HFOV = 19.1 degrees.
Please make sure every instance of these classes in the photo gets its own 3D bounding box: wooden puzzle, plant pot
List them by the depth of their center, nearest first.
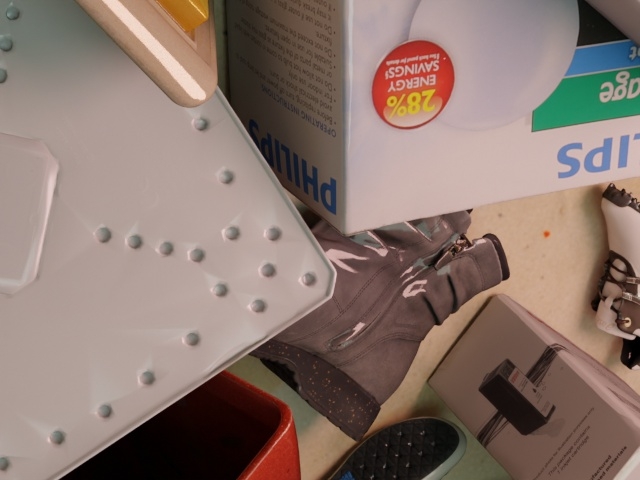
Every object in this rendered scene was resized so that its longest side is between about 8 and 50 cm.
[{"bbox_3d":[-0.137,-0.236,1.324,0.044,0.238,0.221,-28,126,23],"label":"wooden puzzle"},{"bbox_3d":[-0.166,0.234,1.472,0.267,0.267,0.235,-51,146,-20],"label":"plant pot"}]

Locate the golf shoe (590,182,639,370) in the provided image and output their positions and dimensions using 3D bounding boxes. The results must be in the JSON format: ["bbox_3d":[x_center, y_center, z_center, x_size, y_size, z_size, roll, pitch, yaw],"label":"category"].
[{"bbox_3d":[0.286,0.040,1.731,0.094,0.077,0.198,-35,121,-8],"label":"golf shoe"}]

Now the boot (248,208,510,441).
[{"bbox_3d":[0.000,0.000,1.566,0.222,0.118,0.338,-50,135,-2],"label":"boot"}]

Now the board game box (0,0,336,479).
[{"bbox_3d":[-0.250,-0.023,1.360,0.390,0.050,0.390,-33,93,-9],"label":"board game box"}]

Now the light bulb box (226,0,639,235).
[{"bbox_3d":[0.126,-0.230,1.447,0.358,0.225,0.361,-11,115,-22],"label":"light bulb box"}]

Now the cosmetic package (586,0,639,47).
[{"bbox_3d":[0.290,-0.230,1.310,0.224,0.138,0.224,34,91,-35],"label":"cosmetic package"}]

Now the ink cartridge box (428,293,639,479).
[{"bbox_3d":[0.242,0.186,1.660,0.197,0.273,0.114,35,98,-33],"label":"ink cartridge box"}]

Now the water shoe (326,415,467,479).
[{"bbox_3d":[0.047,0.235,1.717,0.203,0.073,0.080,-35,143,-3],"label":"water shoe"}]
